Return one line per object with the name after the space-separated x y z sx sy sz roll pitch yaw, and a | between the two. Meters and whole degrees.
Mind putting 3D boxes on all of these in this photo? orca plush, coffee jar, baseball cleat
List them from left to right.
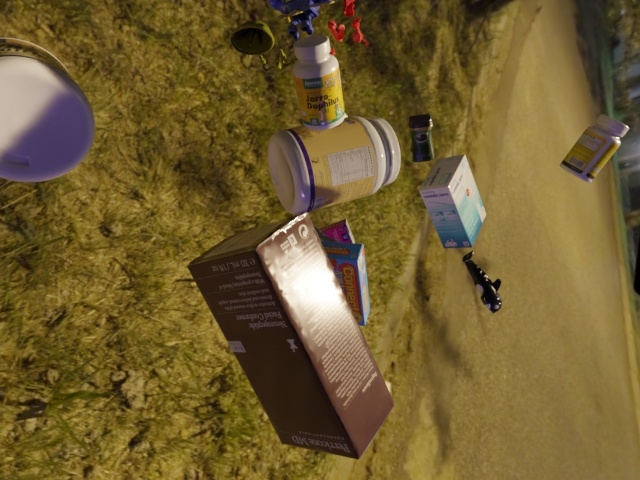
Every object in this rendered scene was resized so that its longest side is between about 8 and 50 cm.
0.000 0.000 1.676 0.206 0.072 0.109 42 17 5 | baseball cleat
0.401 -0.409 1.790 0.079 0.096 0.184 -81 163 -54 | coffee jar
0.716 0.172 1.921 0.287 0.102 0.151 66 25 4 | orca plush

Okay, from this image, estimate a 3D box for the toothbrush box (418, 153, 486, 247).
0.519 -0.148 1.746 0.216 0.126 0.296 -53 124 -36 | toothbrush box

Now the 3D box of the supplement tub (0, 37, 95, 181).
-0.603 -0.273 0.902 0.228 0.316 0.228 -21 129 -27 | supplement tub

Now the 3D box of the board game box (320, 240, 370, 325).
0.006 0.145 1.550 0.086 0.301 0.308 -65 152 -48 | board game box

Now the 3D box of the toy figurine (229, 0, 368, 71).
-0.050 -0.612 1.174 0.191 0.362 0.217 20 72 -55 | toy figurine

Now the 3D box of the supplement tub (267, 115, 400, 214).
0.038 -0.225 1.304 0.331 0.241 0.241 -17 92 -21 | supplement tub

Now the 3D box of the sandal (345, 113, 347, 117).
0.081 -0.503 2.003 0.102 0.169 0.416 -62 158 -16 | sandal

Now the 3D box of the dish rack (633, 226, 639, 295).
0.858 0.055 0.997 0.074 0.271 0.208 -8 104 -19 | dish rack

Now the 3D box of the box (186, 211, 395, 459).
-0.046 0.164 0.763 0.143 0.191 0.381 -40 109 -45 | box

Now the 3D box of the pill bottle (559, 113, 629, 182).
0.934 -0.314 1.534 0.119 0.208 0.119 24 24 -12 | pill bottle

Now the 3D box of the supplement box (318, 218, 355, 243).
0.027 0.003 1.926 0.114 0.220 0.111 -76 144 -75 | supplement box

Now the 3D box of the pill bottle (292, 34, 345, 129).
-0.006 -0.399 1.141 0.118 0.117 0.208 -59 149 -42 | pill bottle
